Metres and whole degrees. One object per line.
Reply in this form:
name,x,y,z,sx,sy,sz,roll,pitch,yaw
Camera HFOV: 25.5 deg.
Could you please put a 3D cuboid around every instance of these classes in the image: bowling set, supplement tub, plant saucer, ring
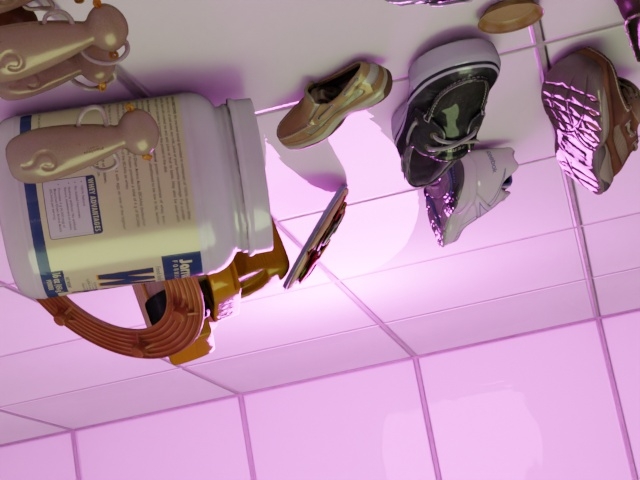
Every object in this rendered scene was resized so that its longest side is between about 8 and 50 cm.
bowling set,-0.270,-0.221,1.423,0.154,0.200,0.287,-14,122,-2
supplement tub,-0.235,-0.061,1.794,0.325,0.235,0.235,-8,164,-5
plant saucer,0.232,-0.278,1.736,0.083,0.015,0.083,-9,164,-2
ring,-0.328,0.057,2.108,0.336,0.336,0.032,-26,-159,44

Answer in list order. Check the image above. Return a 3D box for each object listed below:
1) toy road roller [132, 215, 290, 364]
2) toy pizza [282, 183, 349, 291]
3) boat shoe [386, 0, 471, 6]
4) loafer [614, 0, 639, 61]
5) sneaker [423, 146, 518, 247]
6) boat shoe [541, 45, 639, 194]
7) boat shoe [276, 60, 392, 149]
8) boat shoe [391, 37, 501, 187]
toy road roller,-0.182,0.050,2.302,0.241,0.202,0.329,-19,164,-10
toy pizza,0.000,0.000,2.279,0.032,0.201,0.201,31,161,2
boat shoe,0.201,-0.303,1.459,0.306,0.113,0.105,-18,169,34
loafer,0.461,-0.248,1.770,0.134,0.130,0.366,-16,163,21
sneaker,0.246,-0.069,2.319,0.129,0.111,0.297,-13,166,-10
boat shoe,0.396,-0.188,2.015,0.116,0.123,0.324,-42,157,-9
boat shoe,0.002,-0.184,1.852,0.190,0.068,0.072,-33,142,32
boat shoe,0.175,-0.163,1.907,0.121,0.119,0.335,-8,164,-8
